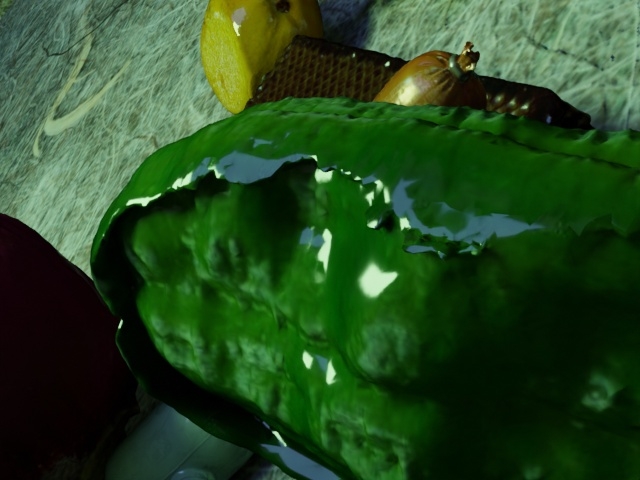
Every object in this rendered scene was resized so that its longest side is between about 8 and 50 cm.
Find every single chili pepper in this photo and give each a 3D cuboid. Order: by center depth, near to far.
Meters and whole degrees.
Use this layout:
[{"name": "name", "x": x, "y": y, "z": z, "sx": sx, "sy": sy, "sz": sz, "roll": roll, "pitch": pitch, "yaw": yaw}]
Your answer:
[{"name": "chili pepper", "x": 0.087, "y": 0.043, "z": 0.439, "sx": 0.385, "sy": 0.213, "sz": 0.167, "roll": 17, "pitch": 37, "yaw": 33}]

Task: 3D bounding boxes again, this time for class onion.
[{"name": "onion", "x": -0.361, "y": 0.108, "z": 0.739, "sx": 0.398, "sy": 0.420, "sz": 0.398, "roll": -52, "pitch": -1, "yaw": -1}]

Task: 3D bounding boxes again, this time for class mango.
[{"name": "mango", "x": -0.057, "y": -0.187, "z": 0.993, "sx": 0.217, "sy": 0.102, "sz": 0.141, "roll": -156, "pitch": 58, "yaw": -71}]

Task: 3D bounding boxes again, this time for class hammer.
[{"name": "hammer", "x": -0.077, "y": 0.177, "z": 0.665, "sx": 0.116, "sy": 0.069, "sz": 0.194, "roll": -44, "pitch": 35, "yaw": 14}]

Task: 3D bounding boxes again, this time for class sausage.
[{"name": "sausage", "x": 0.000, "y": 0.000, "z": 0.634, "sx": 0.348, "sy": 0.053, "sz": 0.053, "roll": -49, "pitch": 23, "yaw": 48}]

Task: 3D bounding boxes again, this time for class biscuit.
[{"name": "biscuit", "x": 0.048, "y": -0.066, "z": 0.735, "sx": 0.107, "sy": 0.073, "sz": 0.388, "roll": -56, "pitch": 28, "yaw": -1}]
